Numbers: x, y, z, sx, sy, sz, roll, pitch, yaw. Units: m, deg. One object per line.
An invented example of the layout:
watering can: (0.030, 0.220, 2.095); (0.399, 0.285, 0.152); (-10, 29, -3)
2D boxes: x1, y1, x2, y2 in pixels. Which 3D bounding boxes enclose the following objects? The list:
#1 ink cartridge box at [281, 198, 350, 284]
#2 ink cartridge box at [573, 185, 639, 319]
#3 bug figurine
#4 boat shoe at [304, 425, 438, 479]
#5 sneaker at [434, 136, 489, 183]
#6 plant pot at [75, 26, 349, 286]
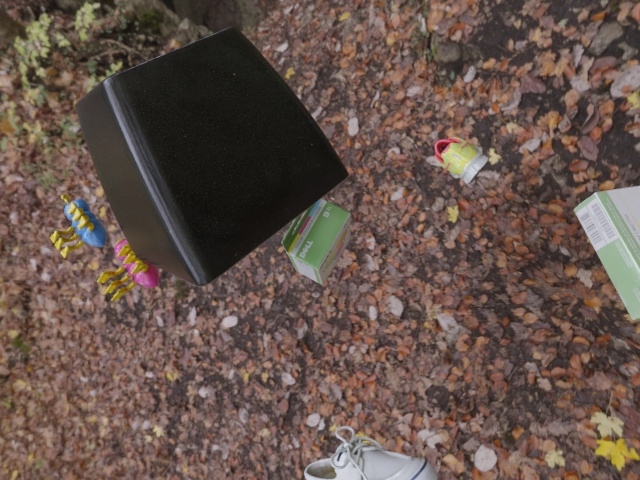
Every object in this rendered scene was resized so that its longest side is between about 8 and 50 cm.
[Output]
ink cartridge box: (0.000, 0.000, 0.679); (0.062, 0.209, 0.108); (28, 78, 11)
ink cartridge box: (0.496, 0.003, 0.548); (0.235, 0.056, 0.171); (-9, 65, -9)
bug figurine: (-0.273, -0.045, 0.581); (0.279, 0.072, 0.216); (-40, 81, 25)
boat shoe: (0.076, 0.480, 0.858); (0.156, 0.136, 0.367); (58, 137, 14)
sneaker: (0.281, -0.181, 0.839); (0.094, 0.208, 0.081); (33, 106, -1)
plant pot: (-0.121, -0.090, 0.396); (0.188, 0.166, 0.188); (-41, 30, -28)
